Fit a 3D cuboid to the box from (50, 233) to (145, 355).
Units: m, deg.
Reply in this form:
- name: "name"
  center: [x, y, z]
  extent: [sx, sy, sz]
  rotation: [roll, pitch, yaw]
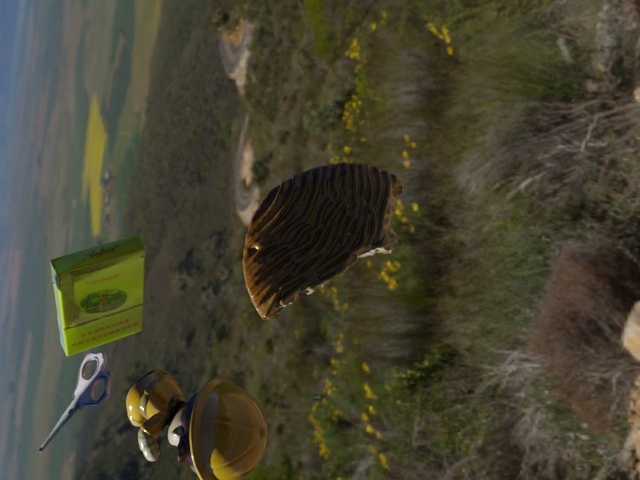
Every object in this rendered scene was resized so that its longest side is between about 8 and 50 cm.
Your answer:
- name: "box"
  center: [-0.475, 0.125, 1.704]
  extent: [0.047, 0.187, 0.335]
  rotation: [59, 152, 27]

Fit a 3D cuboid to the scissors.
- name: "scissors"
  center: [-0.386, 0.260, 1.227]
  extent: [0.189, 0.015, 0.100]
  rotation: [-50, 45, 9]

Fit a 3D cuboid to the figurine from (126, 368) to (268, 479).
- name: "figurine"
  center: [-0.212, 0.311, 1.353]
  extent: [0.192, 0.256, 0.167]
  rotation: [-47, -24, -55]

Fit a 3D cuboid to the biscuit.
- name: "biscuit"
  center: [0.000, 0.000, 0.954]
  extent: [0.031, 0.176, 0.229]
  rotation: [88, -156, -71]
